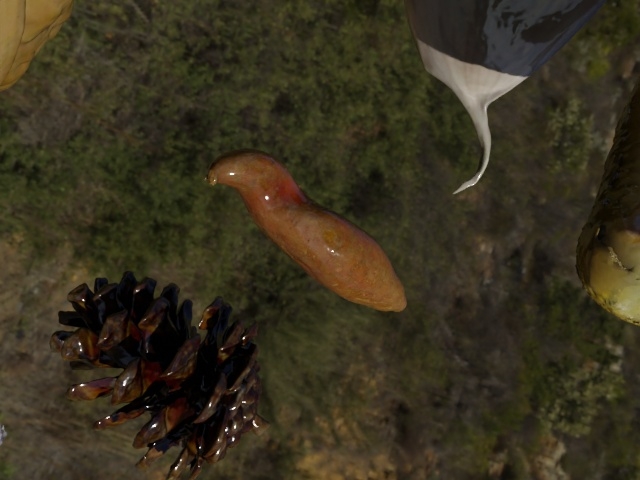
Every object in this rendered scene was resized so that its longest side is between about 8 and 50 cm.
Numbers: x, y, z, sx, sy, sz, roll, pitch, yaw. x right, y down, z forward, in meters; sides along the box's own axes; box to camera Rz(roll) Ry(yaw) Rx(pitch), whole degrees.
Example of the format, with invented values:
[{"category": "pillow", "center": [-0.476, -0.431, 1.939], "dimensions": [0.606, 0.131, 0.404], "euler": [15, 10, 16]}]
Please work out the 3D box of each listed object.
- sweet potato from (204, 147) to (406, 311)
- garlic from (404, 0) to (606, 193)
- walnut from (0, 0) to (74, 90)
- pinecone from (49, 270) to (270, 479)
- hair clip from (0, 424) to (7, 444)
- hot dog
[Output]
[{"category": "sweet potato", "center": [0.001, -0.002, 0.619], "dimensions": [0.058, 0.202, 0.055], "euler": [-17, -139, 46]}, {"category": "garlic", "center": [0.121, -0.182, 0.620], "dimensions": [0.266, 0.128, 0.148], "euler": [-60, -140, 26]}, {"category": "walnut", "center": [-0.278, -0.207, 0.590], "dimensions": [0.224, 0.257, 0.257], "euler": [-20, 139, -45]}, {"category": "pinecone", "center": [-0.199, 0.164, 1.080], "dimensions": [0.244, 0.309, 0.244], "euler": [-61, -179, 2]}, {"category": "hair clip", "center": [-0.380, 0.179, 0.833], "dimensions": [0.106, 0.084, 0.292], "euler": [-28, 158, -18]}, {"category": "hot dog", "center": [0.197, -0.043, 0.461], "dimensions": [0.289, 0.083, 0.068], "euler": [-50, 140, -48]}]
